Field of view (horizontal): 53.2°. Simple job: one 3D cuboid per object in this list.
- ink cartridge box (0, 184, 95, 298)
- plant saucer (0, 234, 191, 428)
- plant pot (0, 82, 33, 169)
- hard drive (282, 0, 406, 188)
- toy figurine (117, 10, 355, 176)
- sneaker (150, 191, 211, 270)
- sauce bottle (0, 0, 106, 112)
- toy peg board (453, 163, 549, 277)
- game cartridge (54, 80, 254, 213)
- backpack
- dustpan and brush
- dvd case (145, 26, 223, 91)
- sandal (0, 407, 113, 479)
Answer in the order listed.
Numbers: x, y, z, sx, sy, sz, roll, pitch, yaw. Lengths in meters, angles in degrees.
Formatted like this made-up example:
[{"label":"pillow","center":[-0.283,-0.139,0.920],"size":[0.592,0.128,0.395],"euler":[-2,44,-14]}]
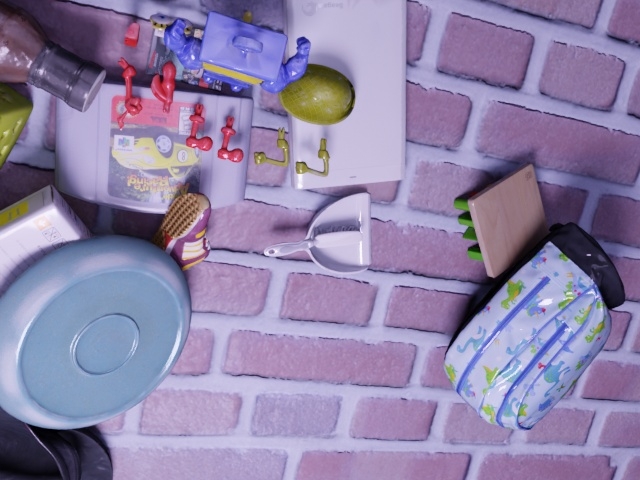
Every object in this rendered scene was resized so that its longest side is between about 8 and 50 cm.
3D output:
[{"label":"ink cartridge box","center":[-0.446,0.108,0.954],"size":[0.307,0.072,0.303],"euler":[-27,133,-2]},{"label":"plant saucer","center":[-0.321,0.147,0.941],"size":[0.317,0.044,0.317],"euler":[-22,126,-35]},{"label":"plant pot","center":[-0.543,-0.134,0.830],"size":[0.227,0.207,0.228],"euler":[30,97,-23]},{"label":"hard drive","center":[0.045,-0.247,1.067],"size":[0.203,0.040,0.307],"euler":[-7,108,-15]},{"label":"toy figurine","center":[-0.096,-0.217,0.886],"size":[0.362,0.217,0.191],"euler":[15,85,-17]},{"label":"sneaker","center":[-0.204,-0.012,1.014],"size":[0.084,0.069,0.185],"euler":[6,145,-38]},{"label":"sauce bottle","center":[-0.460,-0.282,0.844],"size":[0.344,0.111,0.111],"euler":[29,96,-15]},{"label":"toy peg board","center":[0.335,-0.043,1.208],"size":[0.160,0.079,0.161],"euler":[-31,114,-23]},{"label":"game cartridge","center":[-0.257,-0.141,1.000],"size":[0.294,0.060,0.196],"euler":[2,109,-17]},{"label":"backpack","center":[0.392,0.177,1.188],"size":[0.355,0.273,0.290],"euler":[-34,154,9]},{"label":"dustpan and brush","center":[0.000,0.000,1.114],"size":[0.211,0.060,0.147],"euler":[-7,108,-15]},{"label":"dvd case","center":[-0.203,-0.287,0.993],"size":[0.119,0.013,0.087],"euler":[9,103,-20]},{"label":"sandal","center":[-0.474,0.322,0.986],"size":[0.167,0.107,0.446],"euler":[-27,130,-4]}]
